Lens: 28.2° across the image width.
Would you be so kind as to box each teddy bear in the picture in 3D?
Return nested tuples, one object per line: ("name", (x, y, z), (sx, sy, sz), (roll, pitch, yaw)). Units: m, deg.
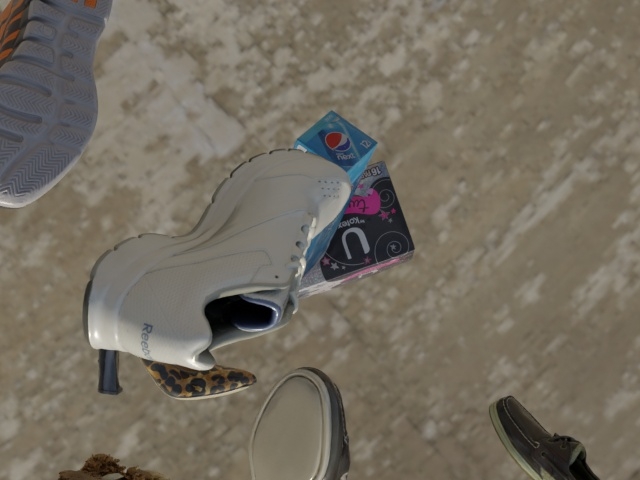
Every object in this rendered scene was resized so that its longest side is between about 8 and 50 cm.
("teddy bear", (-0.377, 0.438, 2.042), (0.338, 0.245, 0.113), (-50, 148, -74))

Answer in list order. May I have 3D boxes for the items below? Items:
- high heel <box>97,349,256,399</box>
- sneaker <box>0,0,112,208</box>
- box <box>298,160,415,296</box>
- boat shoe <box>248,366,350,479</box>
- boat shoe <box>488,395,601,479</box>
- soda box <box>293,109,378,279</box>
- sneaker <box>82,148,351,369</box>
("high heel", (-0.231, 0.157, 2.046), (0.261, 0.093, 0.186), (2, 96, -2))
("sneaker", (-0.327, -0.167, 1.448), (0.124, 0.321, 0.180), (25, 155, -23))
("box", (0.000, 0.000, 1.838), (0.247, 0.142, 0.163), (-20, 175, 1))
("boat shoe", (-0.019, 0.282, 1.497), (0.095, 0.112, 0.335), (-22, 129, -48))
("boat shoe", (0.298, 0.275, 1.572), (0.073, 0.223, 0.080), (-45, 158, 25))
("soda box", (-0.011, -0.043, 1.434), (0.071, 0.067, 0.210), (-45, 167, -41))
("sneaker", (-0.059, 0.023, 1.067), (0.297, 0.129, 0.111), (-40, 142, -40))
